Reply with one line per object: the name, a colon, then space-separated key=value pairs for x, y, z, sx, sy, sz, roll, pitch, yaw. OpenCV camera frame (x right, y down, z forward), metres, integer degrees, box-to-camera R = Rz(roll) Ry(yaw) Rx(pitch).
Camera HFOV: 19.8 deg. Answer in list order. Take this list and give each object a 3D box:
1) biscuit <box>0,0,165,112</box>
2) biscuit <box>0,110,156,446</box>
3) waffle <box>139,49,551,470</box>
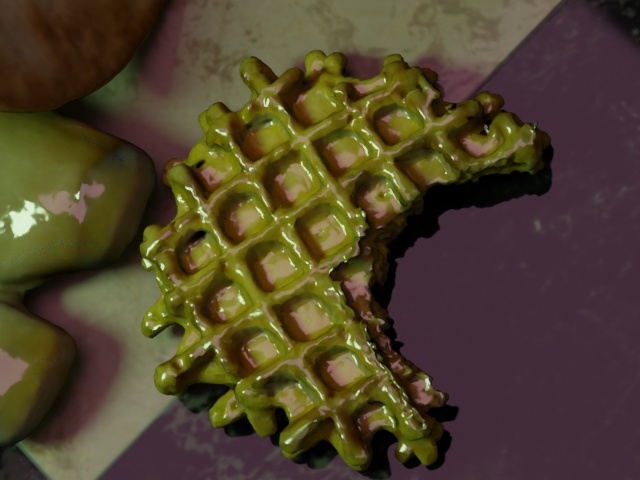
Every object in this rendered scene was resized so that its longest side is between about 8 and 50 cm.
biscuit: x=-0.192 y=-0.211 z=1.292 sx=0.040 sy=0.204 sz=0.309 roll=-5 pitch=52 yaw=44
biscuit: x=-0.280 y=-0.009 z=1.316 sx=0.290 sy=0.062 sz=0.237 roll=25 pitch=84 yaw=21
waffle: x=0.000 y=0.000 z=1.257 sx=0.259 sy=0.069 sz=0.293 roll=16 pitch=78 yaw=15
